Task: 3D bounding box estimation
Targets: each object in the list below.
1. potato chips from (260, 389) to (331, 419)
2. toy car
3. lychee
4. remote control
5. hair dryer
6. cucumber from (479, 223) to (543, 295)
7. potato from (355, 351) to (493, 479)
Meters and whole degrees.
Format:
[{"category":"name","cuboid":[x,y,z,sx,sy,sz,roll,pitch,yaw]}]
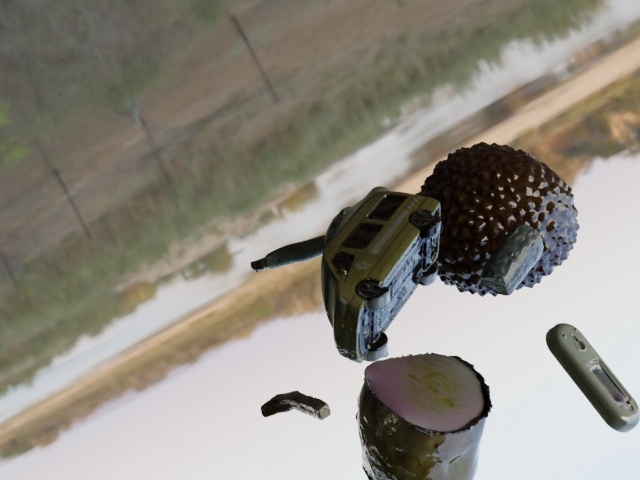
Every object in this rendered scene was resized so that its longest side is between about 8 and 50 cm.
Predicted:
[{"category":"potato chips","cuboid":[-0.029,0.215,1.611,0.037,0.026,0.204,-40,-169,-22]},{"category":"toy car","cuboid":[0.063,0.039,1.553,0.124,0.101,0.257,15,-141,23]},{"category":"lychee","cuboid":[0.281,-0.027,2.051,0.267,0.268,0.267,-28,178,-1]},{"category":"remote control","cuboid":[0.474,0.235,2.157,0.078,0.221,0.042,-20,158,-44]},{"category":"hair dryer","cuboid":[0.028,-0.016,1.965,0.224,0.088,0.219,-9,-158,47]},{"category":"cucumber","cuboid":[0.281,0.031,1.828,0.112,0.064,0.064,-50,-169,-32]},{"category":"potato","cuboid":[0.154,0.329,1.994,0.229,0.229,0.266,-26,136,-44]}]
